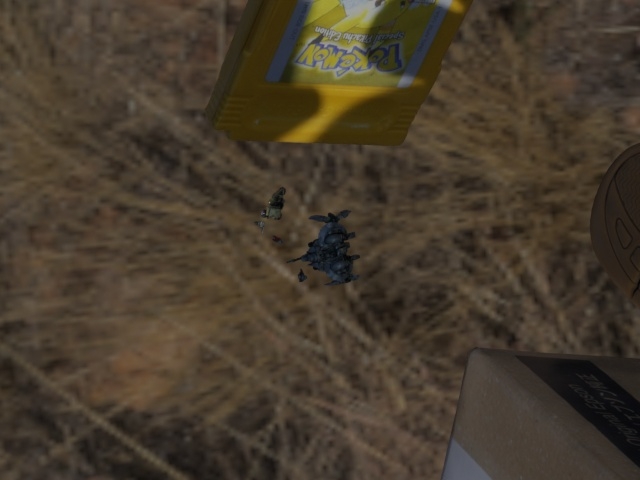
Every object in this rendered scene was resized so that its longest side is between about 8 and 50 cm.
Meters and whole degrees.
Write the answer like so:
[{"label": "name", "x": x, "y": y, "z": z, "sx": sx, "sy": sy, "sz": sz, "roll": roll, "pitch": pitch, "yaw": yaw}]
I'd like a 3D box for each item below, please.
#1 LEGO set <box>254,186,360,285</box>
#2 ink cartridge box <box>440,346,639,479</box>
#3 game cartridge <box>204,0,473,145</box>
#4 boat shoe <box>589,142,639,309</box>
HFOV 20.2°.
[{"label": "LEGO set", "x": -0.002, "y": 0.002, "z": 1.134, "sx": 0.023, "sy": 0.083, "sz": 0.054, "roll": 14, "pitch": 86, "yaw": 63}, {"label": "ink cartridge box", "x": 0.082, "y": 0.166, "z": 0.448, "sx": 0.193, "sy": 0.088, "sz": 0.234, "roll": -138, "pitch": 57, "yaw": -69}, {"label": "game cartridge", "x": 0.036, "y": -0.248, "z": 2.143, "sx": 0.052, "sy": 0.285, "sz": 0.323, "roll": 59, "pitch": 138, "yaw": 40}, {"label": "boat shoe", "x": 0.275, "y": 0.024, "z": 0.967, "sx": 0.302, "sy": 0.098, "sz": 0.109, "roll": 23, "pitch": 95, "yaw": 47}]
